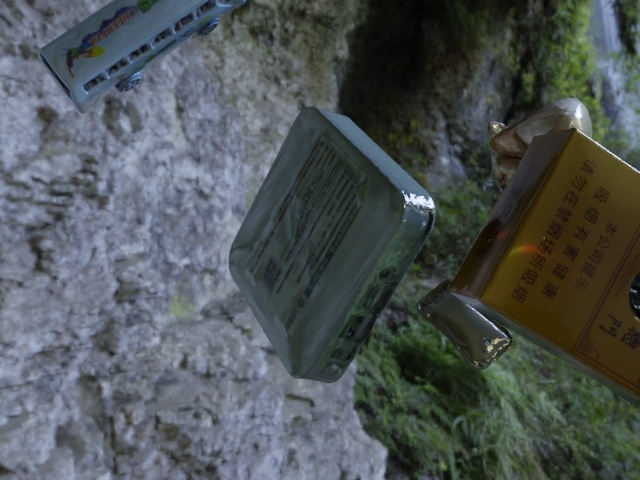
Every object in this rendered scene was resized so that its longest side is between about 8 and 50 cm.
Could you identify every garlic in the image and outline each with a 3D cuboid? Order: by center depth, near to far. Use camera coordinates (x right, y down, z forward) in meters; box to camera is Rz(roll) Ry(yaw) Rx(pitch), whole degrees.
[{"bbox_3d":[0.552,-0.211,1.769,0.250,0.286,0.313,14,-4,-24],"label":"garlic"}]

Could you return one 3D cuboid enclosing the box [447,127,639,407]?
[{"bbox_3d":[0.419,0.064,0.989,0.415,0.264,0.116,32,-6,-12],"label":"box"}]

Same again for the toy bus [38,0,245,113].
[{"bbox_3d":[-0.264,-0.331,1.093,0.330,0.109,0.136,-38,4,-9],"label":"toy bus"}]

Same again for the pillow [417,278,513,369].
[{"bbox_3d":[0.329,0.191,1.653,0.130,0.217,0.033,-34,-22,-17],"label":"pillow"}]

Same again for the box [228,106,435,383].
[{"bbox_3d":[0.000,0.001,1.313,0.111,0.395,0.396,12,27,-36],"label":"box"}]
